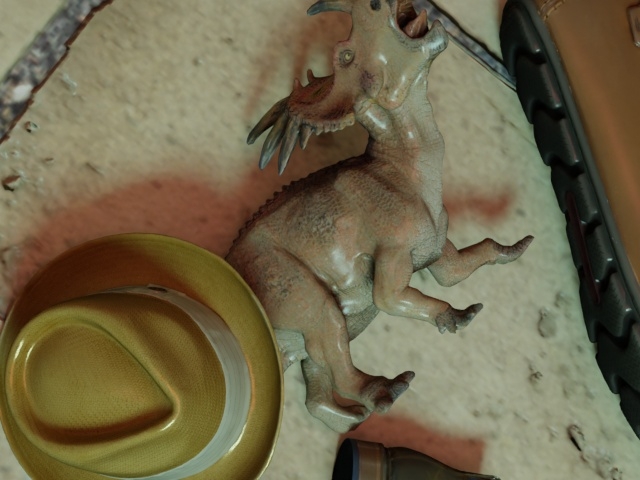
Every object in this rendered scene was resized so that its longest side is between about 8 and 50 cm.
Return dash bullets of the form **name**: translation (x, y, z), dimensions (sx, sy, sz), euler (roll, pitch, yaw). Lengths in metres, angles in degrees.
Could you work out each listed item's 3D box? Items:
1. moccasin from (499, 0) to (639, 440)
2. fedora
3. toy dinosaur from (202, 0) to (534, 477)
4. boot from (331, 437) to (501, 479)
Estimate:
- **moccasin**: translation (0.238, -0.003, 1.008), dimensions (0.147, 0.139, 0.380), euler (-16, 80, -7)
- **fedora**: translation (-0.119, 0.084, 0.886), dimensions (0.194, 0.079, 0.194), euler (-1, 87, 19)
- **toy dinosaur**: translation (0.000, 0.000, 0.949), dimensions (0.200, 0.127, 0.295), euler (43, 93, 3)
- **boot**: translation (0.056, 0.239, 0.957), dimensions (0.106, 0.082, 0.219), euler (8, 81, -12)
